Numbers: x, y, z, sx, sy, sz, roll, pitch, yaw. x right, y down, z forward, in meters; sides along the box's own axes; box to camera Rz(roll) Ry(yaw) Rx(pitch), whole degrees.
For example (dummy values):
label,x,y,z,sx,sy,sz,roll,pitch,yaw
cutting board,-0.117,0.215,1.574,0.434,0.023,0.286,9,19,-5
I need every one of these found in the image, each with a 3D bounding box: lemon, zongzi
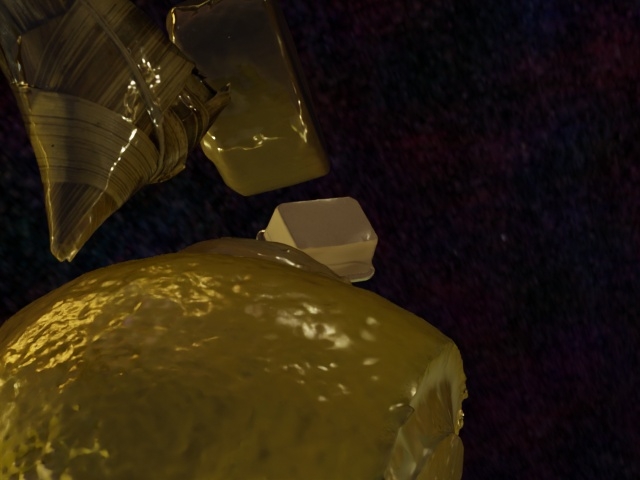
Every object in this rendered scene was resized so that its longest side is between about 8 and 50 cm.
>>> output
label,x,y,z,sx,sy,sz,roll,pitch,yaw
lemon,-0.091,0.172,0.976,0.364,0.364,0.364,-6,67,13
zongzi,-0.255,-0.137,1.423,0.286,0.134,0.288,42,42,-6

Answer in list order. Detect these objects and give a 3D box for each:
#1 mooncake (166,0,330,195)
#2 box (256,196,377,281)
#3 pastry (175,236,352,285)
label,x,y,z,sx,sy,sz,roll,pitch,yaw
mooncake,-0.097,-0.198,2.017,0.155,0.284,0.284,-20,64,6
box,0.000,0.000,1.703,0.122,0.062,0.089,-7,49,-26
pastry,-0.060,0.141,1.508,0.284,0.184,0.315,-37,96,14
